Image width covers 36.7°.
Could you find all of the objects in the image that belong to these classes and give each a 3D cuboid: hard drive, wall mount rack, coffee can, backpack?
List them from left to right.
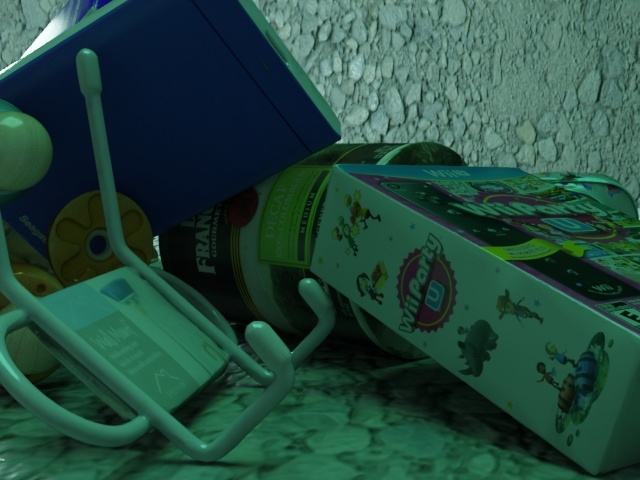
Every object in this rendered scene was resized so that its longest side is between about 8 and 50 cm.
[{"bbox_3d":[-0.135,0.000,0.688,0.304,0.130,0.350,42,9,3],"label":"wall mount rack"},{"bbox_3d":[-0.171,-0.100,0.878,0.319,0.210,0.040,-26,37,19],"label":"hard drive"},{"bbox_3d":[0.000,0.000,0.973,0.275,0.201,0.202,5,7,44],"label":"coffee can"},{"bbox_3d":[0.333,-0.012,1.298,0.189,0.165,0.144,-3,6,3],"label":"backpack"}]

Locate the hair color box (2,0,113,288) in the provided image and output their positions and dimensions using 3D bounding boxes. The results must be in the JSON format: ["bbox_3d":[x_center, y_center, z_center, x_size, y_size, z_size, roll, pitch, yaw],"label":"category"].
[{"bbox_3d":[-0.245,-0.095,0.979,0.185,0.110,0.339,33,-56,-29],"label":"hair color box"}]

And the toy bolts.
[{"bbox_3d":[-0.222,-0.013,0.787,0.218,0.228,0.158,-28,19,-32],"label":"toy bolts"}]

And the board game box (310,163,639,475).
[{"bbox_3d":[0.171,0.035,0.721,0.224,0.097,0.303,-3,23,-38],"label":"board game box"}]

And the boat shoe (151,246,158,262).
[{"bbox_3d":[-0.355,0.017,1.579,0.178,0.060,0.064,-1,5,-6],"label":"boat shoe"}]

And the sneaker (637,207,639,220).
[{"bbox_3d":[0.470,0.001,1.564,0.169,0.108,0.293,-6,-2,-36],"label":"sneaker"}]
